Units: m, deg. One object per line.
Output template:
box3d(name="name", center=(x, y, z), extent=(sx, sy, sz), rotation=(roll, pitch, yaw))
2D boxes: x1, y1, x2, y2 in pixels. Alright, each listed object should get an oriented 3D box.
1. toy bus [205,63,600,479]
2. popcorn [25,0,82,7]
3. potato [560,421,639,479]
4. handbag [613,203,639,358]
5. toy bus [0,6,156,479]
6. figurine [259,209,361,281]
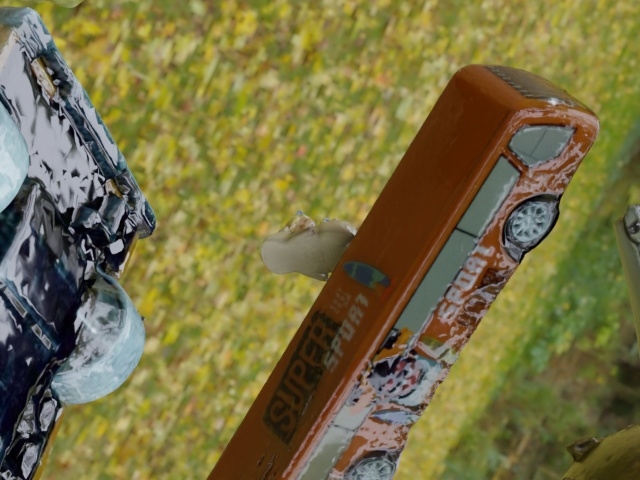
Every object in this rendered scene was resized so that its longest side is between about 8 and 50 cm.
box3d(name="toy bus", center=(0.047, 0.065, 0.965), extent=(0.092, 0.093, 0.409), rotation=(21, 106, -35))
box3d(name="popcorn", center=(-0.212, -0.294, 0.917), extent=(0.276, 0.276, 0.225), rotation=(-52, 177, -35))
box3d(name="potato", center=(0.231, 0.209, 0.726), extent=(0.219, 0.270, 0.359), rotation=(-27, 168, -5))
box3d(name="handbag", center=(0.296, 0.060, 1.133), extent=(0.241, 0.109, 0.315), rotation=(6, 66, -63))
box3d(name="toy bus", center=(-0.178, 0.064, 0.456), extent=(0.138, 0.167, 0.275), rotation=(67, 34, -52))
box3d(name="figurine", center=(0.000, 0.000, 1.028), extent=(0.050, 0.083, 0.047), rotation=(-56, 141, -54))
